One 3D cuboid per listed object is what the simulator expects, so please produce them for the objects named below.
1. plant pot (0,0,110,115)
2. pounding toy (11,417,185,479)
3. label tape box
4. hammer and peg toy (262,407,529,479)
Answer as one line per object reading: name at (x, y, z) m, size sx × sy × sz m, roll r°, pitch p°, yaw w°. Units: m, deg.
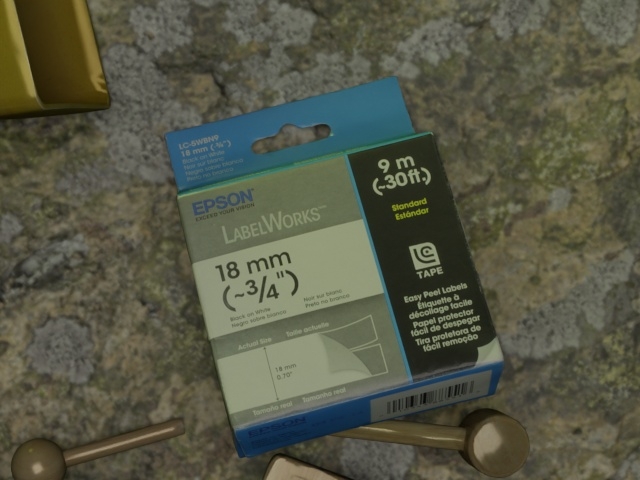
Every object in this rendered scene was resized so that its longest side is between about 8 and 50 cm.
plant pot at (-0.328, -0.200, 1.431) m, size 0.187 × 0.212 × 0.212 m, roll -13°, pitch 93°, yaw 10°
pounding toy at (-0.196, 0.298, 1.491) m, size 0.183 × 0.110 × 0.236 m, roll -8°, pitch 93°, yaw -3°
label tape box at (0.000, 0.000, 1.434) m, size 0.241 × 0.106 × 0.333 m, roll -14°, pitch 69°, yaw -3°
hammer and peg toy at (0.042, 0.305, 1.498) m, size 0.266 × 0.127 × 0.361 m, roll 20°, pitch 90°, yaw -2°
